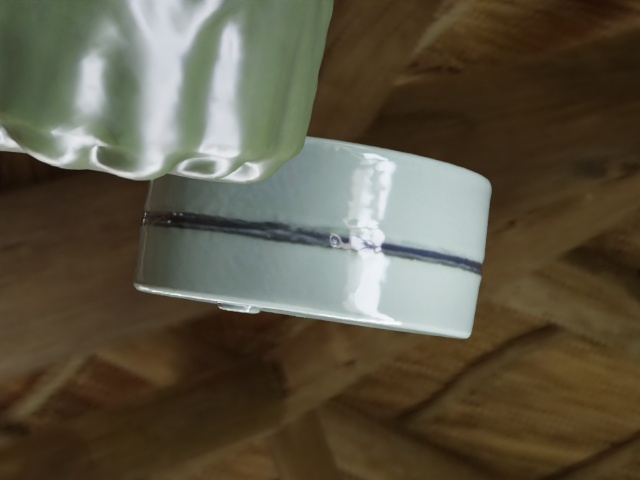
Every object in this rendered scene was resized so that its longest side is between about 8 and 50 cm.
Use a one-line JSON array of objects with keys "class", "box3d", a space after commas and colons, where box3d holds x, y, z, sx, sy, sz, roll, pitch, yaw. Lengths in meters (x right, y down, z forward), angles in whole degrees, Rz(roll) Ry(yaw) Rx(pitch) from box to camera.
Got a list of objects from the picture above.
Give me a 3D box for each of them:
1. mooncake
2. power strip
[{"class": "mooncake", "box3d": [-0.173, -0.159, 1.304, 0.356, 0.356, 0.194, 18, -79, 53]}, {"class": "power strip", "box3d": [0.000, 0.000, 1.685, 0.357, 0.357, 0.161, 3, -96, 57]}]
